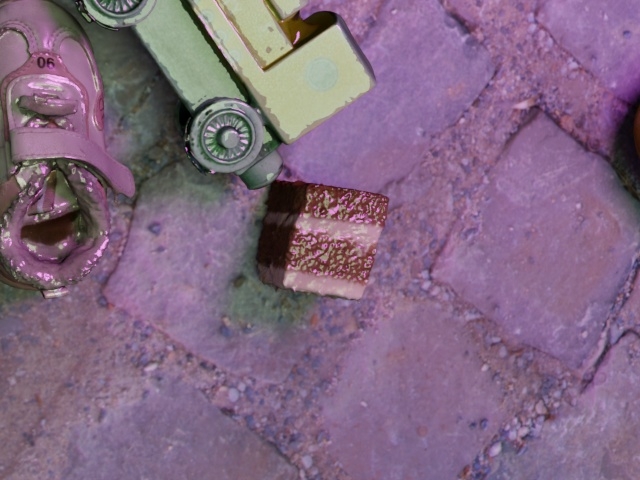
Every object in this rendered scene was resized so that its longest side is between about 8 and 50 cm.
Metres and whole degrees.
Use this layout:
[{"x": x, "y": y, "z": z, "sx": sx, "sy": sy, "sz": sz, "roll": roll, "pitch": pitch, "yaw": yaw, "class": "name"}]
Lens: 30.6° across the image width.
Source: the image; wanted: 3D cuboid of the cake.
[{"x": 0.000, "y": 0.000, "z": 1.511, "sx": 0.135, "sy": 0.135, "sz": 0.147, "roll": 7, "pitch": 91, "yaw": -22, "class": "cake"}]

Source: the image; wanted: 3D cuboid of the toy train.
[{"x": -0.121, "y": -0.261, "z": 1.392, "sx": 0.253, "sy": 0.160, "sz": 0.397, "roll": -35, "pitch": 110, "yaw": -1, "class": "toy train"}]

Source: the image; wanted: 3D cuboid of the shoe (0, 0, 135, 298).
[{"x": -0.308, "y": -0.103, "z": 1.337, "sx": 0.172, "sy": 0.198, "sz": 0.350, "roll": -8, "pitch": 102, "yaw": -22, "class": "shoe"}]

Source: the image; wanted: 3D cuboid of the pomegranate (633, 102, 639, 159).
[{"x": 0.580, "y": -0.161, "z": 1.674, "sx": 0.260, "sy": 0.260, "sz": 0.260, "roll": -4, "pitch": 100, "yaw": -22, "class": "pomegranate"}]
